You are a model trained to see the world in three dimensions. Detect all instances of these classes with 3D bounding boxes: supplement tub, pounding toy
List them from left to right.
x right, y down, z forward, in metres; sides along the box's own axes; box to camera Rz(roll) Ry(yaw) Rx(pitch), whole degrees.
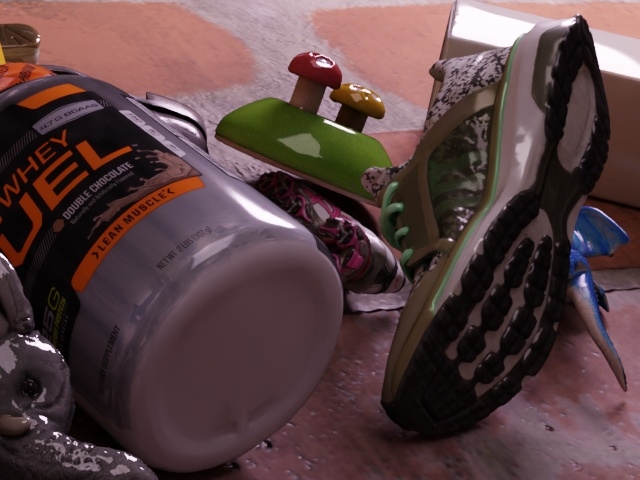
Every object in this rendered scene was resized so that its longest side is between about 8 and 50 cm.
[{"bbox_3d":[-0.159,0.007,1.421,0.207,0.207,0.338,-13,37,-40],"label":"supplement tub"},{"bbox_3d":[0.029,-0.101,1.734,0.237,0.110,0.183,22,4,5],"label":"pounding toy"}]

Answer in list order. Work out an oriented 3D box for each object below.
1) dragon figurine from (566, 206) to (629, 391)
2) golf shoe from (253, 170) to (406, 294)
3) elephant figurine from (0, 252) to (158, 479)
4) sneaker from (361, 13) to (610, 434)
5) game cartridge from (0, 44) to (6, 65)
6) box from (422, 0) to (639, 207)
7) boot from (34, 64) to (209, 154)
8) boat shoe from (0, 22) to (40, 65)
[{"bbox_3d":[0.221,0.018,1.686,0.144,0.085,0.289,-10,34,-36],"label":"dragon figurine"},{"bbox_3d":[0.000,0.000,1.667,0.086,0.067,0.186,30,6,-44],"label":"golf shoe"},{"bbox_3d":[-0.233,0.090,1.183,0.239,0.186,0.169,-4,-5,-12],"label":"elephant figurine"},{"bbox_3d":[0.112,-0.012,1.574,0.182,0.158,0.410,0,49,34],"label":"sneaker"},{"bbox_3d":[-0.408,-0.270,1.686,0.052,0.285,0.323,-20,-8,19],"label":"game cartridge"},{"bbox_3d":[0.270,-0.135,1.930,0.311,0.148,0.121,12,28,2],"label":"box"},{"bbox_3d":[-0.185,-0.062,1.661,0.263,0.091,0.229,5,28,-18],"label":"boot"},{"bbox_3d":[-0.359,-0.188,1.881,0.153,0.048,0.056,-5,44,-18],"label":"boat shoe"}]
